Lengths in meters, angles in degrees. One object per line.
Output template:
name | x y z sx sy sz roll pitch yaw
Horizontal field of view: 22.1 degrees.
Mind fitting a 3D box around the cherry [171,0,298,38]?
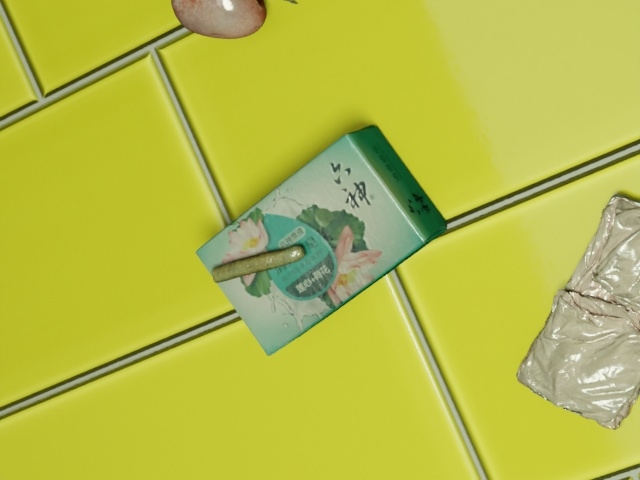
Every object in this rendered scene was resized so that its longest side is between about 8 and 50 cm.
cherry | -0.111 -0.275 1.856 0.126 0.087 0.106 -29 85 21

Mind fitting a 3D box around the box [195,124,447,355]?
box | 0.000 0.000 1.864 0.245 0.092 0.153 -38 85 24

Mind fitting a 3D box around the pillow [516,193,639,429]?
pillow | 0.319 0.084 1.781 0.135 0.049 0.248 30 112 9

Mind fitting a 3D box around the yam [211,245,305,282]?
yam | -0.070 0.026 1.835 0.116 0.021 0.021 -16 94 24
